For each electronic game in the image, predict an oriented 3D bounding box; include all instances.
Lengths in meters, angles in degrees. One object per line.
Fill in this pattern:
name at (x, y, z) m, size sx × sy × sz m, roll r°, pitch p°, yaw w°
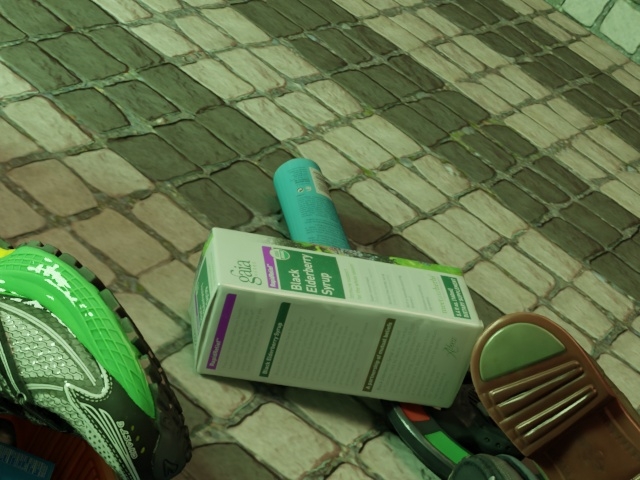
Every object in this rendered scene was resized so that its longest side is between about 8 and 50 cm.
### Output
electronic game at (0.154, 0.167, 1.400) m, size 0.229 × 0.048 × 0.229 m, roll 24°, pitch 27°, yaw -13°

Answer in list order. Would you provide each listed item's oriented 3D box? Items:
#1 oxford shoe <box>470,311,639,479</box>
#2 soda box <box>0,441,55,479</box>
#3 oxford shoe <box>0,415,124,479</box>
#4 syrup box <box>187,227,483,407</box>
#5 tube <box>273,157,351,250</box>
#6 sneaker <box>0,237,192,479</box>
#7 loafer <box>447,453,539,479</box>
oxford shoe at (0.256, 0.209, 1.293) m, size 0.348 × 0.123 × 0.130 m, roll 61°, pitch 12°, yaw 7°
soda box at (-0.222, 0.208, 0.919) m, size 0.067 × 0.071 × 0.210 m, roll 25°, pitch 27°, yaw -9°
oxford shoe at (-0.162, 0.138, 1.083) m, size 0.098 × 0.097 × 0.271 m, roll 16°, pitch 29°, yaw -38°
syrup box at (0.009, 0.068, 1.329) m, size 0.237 × 0.096 × 0.093 m, roll 11°, pitch 29°, yaw -14°
tube at (0.000, 0.000, 1.543) m, size 0.080 × 0.052 × 0.207 m, roll 10°, pitch 37°, yaw -26°
sneaker at (-0.224, 0.077, 0.975) m, size 0.343 × 0.134 × 0.146 m, roll 23°, pitch 58°, yaw 30°
loafer at (0.126, 0.264, 1.143) m, size 0.095 × 0.109 × 0.302 m, roll 16°, pitch 32°, yaw -17°
